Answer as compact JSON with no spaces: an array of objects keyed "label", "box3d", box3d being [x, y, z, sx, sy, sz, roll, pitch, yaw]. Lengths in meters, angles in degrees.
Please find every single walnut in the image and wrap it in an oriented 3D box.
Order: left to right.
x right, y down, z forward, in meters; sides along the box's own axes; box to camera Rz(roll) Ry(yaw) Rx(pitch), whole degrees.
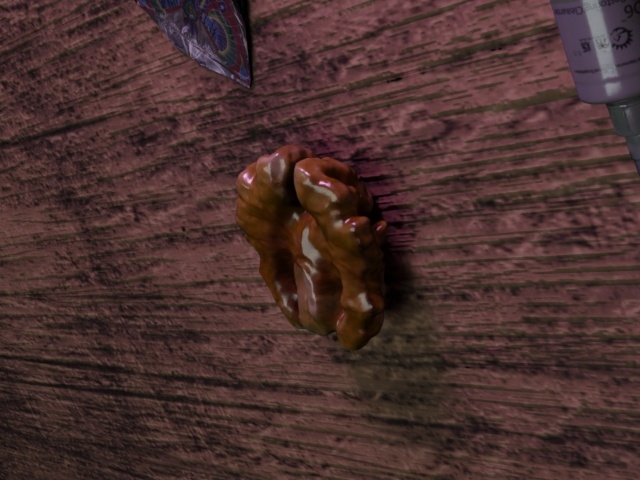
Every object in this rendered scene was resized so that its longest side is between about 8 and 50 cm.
[{"label":"walnut","box3d":[0.000,0.000,0.932,0.143,0.069,0.170,22,134,41]}]

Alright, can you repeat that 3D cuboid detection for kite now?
[{"label":"kite","box3d":[-0.102,-0.255,0.906,0.152,0.015,0.285,38,142,27]}]

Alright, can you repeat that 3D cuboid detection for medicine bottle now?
[{"label":"medicine bottle","box3d":[0.158,-0.116,0.642,0.058,0.058,0.199,3,118,52]}]
